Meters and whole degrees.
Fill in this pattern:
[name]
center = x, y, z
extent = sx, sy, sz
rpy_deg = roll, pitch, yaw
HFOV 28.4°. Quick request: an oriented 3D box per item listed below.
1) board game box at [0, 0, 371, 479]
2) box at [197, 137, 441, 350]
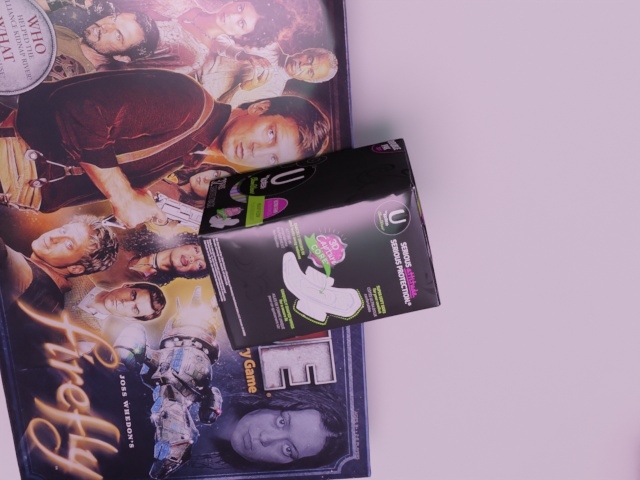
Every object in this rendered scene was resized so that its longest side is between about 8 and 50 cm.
[board game box]
center = -0.065, -0.002, 0.555
extent = 0.165, 0.042, 0.243
rpy_deg = -4, 114, 1
[box]
center = 0.000, 0.000, 0.499
extent = 0.083, 0.062, 0.052
rpy_deg = -12, 113, 5
